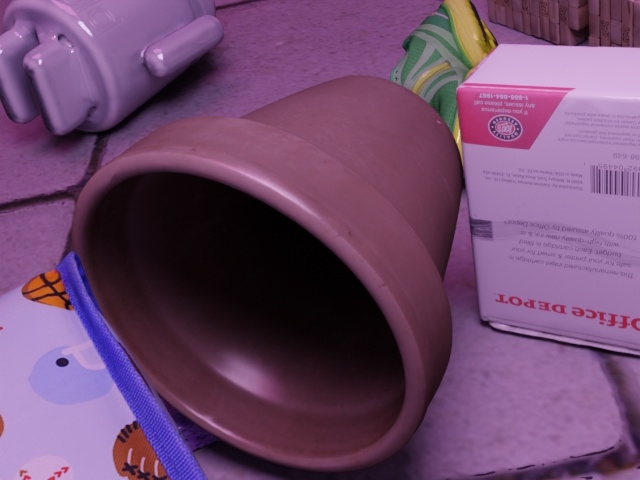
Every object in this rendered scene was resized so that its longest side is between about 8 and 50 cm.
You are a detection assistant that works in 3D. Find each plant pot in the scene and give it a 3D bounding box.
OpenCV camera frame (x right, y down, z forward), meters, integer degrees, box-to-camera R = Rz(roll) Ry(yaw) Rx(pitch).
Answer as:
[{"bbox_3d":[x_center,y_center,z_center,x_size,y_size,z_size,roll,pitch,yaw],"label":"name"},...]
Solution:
[{"bbox_3d":[-0.007,-0.005,0.639,0.263,0.263,0.229,8,38,28],"label":"plant pot"}]

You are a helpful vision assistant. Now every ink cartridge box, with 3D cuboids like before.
[{"bbox_3d":[0.199,-0.030,0.666,0.158,0.218,0.092,9,37,29],"label":"ink cartridge box"}]

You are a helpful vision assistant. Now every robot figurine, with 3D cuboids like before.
[{"bbox_3d":[-0.277,-0.283,1.184,0.300,0.200,0.353,20,48,24],"label":"robot figurine"}]

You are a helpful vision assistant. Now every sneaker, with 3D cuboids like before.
[{"bbox_3d":[0.145,-0.156,0.973,0.123,0.109,0.295,-31,33,26],"label":"sneaker"}]

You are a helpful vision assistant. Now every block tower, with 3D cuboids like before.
[{"bbox_3d":[0.340,-0.281,1.055,0.091,0.097,0.335,-29,40,-18],"label":"block tower"}]

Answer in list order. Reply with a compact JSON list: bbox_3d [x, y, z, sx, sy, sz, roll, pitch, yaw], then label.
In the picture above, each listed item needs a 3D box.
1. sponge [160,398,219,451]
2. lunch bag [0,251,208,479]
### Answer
[{"bbox_3d":[-0.097,0.089,0.771,0.117,0.031,0.210,-19,36,-4],"label":"sponge"},{"bbox_3d":[-0.182,0.233,0.446,0.328,0.239,0.385,-28,47,-14],"label":"lunch bag"}]
